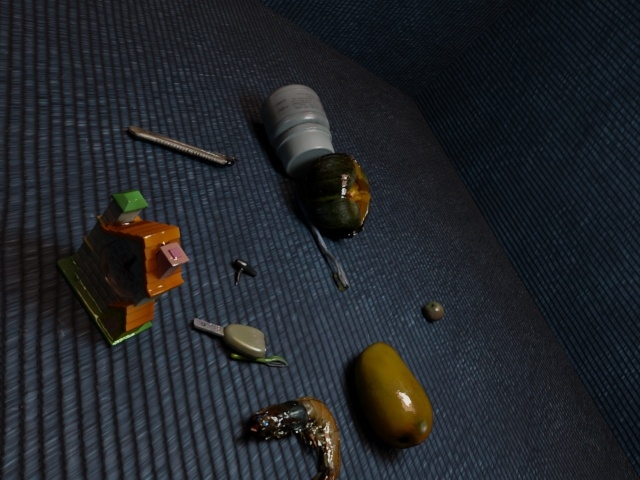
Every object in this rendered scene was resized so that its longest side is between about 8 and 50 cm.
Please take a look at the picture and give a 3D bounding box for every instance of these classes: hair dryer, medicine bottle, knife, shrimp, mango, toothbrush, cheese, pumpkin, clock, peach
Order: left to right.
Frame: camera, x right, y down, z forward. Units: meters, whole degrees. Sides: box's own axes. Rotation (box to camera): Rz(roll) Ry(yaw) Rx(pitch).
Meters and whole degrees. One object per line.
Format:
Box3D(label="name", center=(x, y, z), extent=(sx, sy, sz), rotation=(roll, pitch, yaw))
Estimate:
Box3D(label="clock", center=(-0.391, 0.051, 0.952), extent=(0.220, 0.255, 0.106), rotation=(53, 32, 7))
Box3D(label="knife", center=(-0.423, -0.288, 1.475), extent=(0.365, 0.043, 0.089), rotation=(12, 15, -41))
Box3D(label="cheese", center=(-0.224, 0.233, 1.163), extent=(0.192, 0.037, 0.097), rotation=(26, 21, -22))
Box3D(label="hair dryer", center=(-0.220, 0.100, 1.334), extent=(0.079, 0.031, 0.083), rotation=(41, 46, -29))
Box3D(label="knife", center=(-0.152, 0.303, 1.200), extent=(0.184, 0.022, 0.026), rotation=(20, 72, -39))
Box3D(label="medicine bottle", center=(-0.084, -0.421, 1.830), extent=(0.245, 0.245, 0.306), rotation=(7, 56, -47))
Box3D(label="shrimp", center=(-0.049, 0.481, 1.107), extent=(0.290, 0.054, 0.222), rotation=(17, 44, -46))
Box3D(label="toothbrush", center=(0.000, 0.000, 1.688), extent=(0.035, 0.042, 0.413), rotation=(23, 36, -61))
Box3D(label="pumpkin", center=(0.068, -0.173, 1.739), extent=(0.320, 0.192, 0.320), rotation=(14, 75, -63))
Box3D(label="mango", center=(0.202, 0.437, 1.356), extent=(0.211, 0.173, 0.317), rotation=(18, 37, -41))
Box3D(label="peach", center=(0.461, 0.289, 1.904), extent=(0.083, 0.083, 0.083), rotation=(31, 36, -26))
